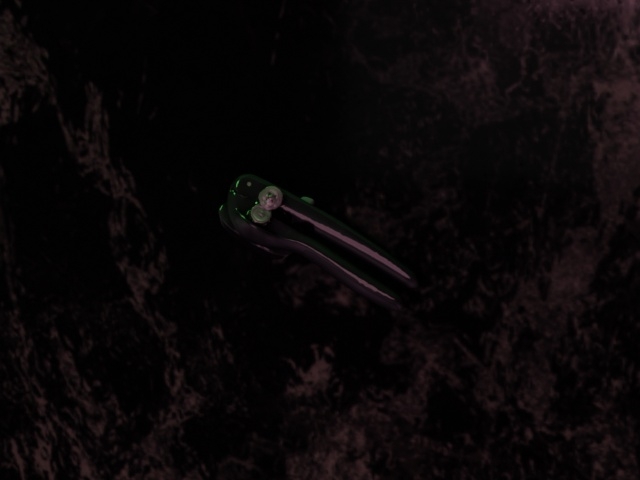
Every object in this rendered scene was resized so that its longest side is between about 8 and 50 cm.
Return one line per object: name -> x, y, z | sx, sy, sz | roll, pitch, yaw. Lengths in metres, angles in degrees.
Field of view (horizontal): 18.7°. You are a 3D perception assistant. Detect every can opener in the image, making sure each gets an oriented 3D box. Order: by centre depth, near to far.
can opener -> 0.000, 0.000, 1.673 | 0.186, 0.073, 0.059 | 25, 79, 7
